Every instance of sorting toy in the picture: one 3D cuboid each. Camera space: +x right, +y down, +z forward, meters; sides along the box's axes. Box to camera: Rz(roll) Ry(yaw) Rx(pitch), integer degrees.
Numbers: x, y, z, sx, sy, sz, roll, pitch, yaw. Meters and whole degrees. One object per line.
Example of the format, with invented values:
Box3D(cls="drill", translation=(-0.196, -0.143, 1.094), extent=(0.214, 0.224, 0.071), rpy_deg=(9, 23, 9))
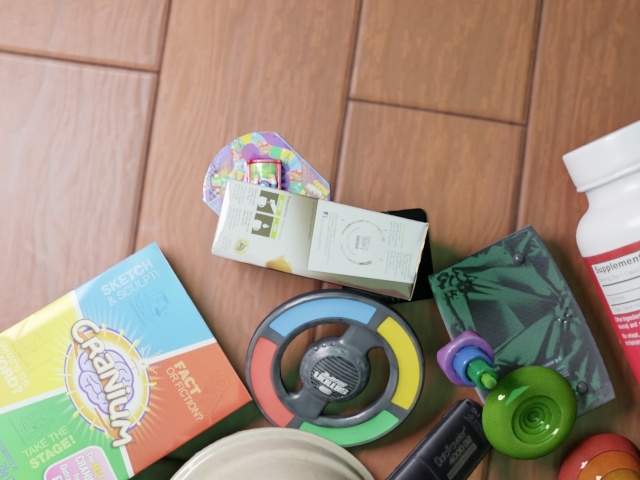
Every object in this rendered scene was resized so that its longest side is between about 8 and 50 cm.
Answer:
Box3D(cls="sorting toy", translation=(0.296, 0.250, 1.523), extent=(0.365, 0.126, 0.127), rpy_deg=(41, 93, -20))

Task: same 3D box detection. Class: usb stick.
Box3D(cls="usb stick", translation=(0.148, 0.273, 1.504), extent=(0.045, 0.278, 0.077), rpy_deg=(-40, 85, 31))

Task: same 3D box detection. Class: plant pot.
Box3D(cls="plant pot", translation=(-0.025, 0.410, 1.425), extent=(0.333, 0.305, 0.334), rpy_deg=(-1, 92, -15))

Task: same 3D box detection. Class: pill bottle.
Box3D(cls="pill bottle", translation=(0.465, 0.043, 1.542), extent=(0.229, 0.229, 0.408), rpy_deg=(-24, 89, -5))

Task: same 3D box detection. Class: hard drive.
Box3D(cls="hard drive", translation=(0.261, 0.126, 1.611), extent=(0.172, 0.054, 0.255), rpy_deg=(-27, 91, -5))

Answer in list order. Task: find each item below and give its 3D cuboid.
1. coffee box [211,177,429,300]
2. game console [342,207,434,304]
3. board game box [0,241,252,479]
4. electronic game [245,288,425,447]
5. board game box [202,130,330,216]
Box3D(cls="coffee box", translation=(0.000, 0.000, 1.516), extent=(0.246, 0.141, 0.098), rpy_deg=(13, 89, 1))
Box3D(cls="game console", translation=(0.085, 0.024, 1.625), extent=(0.107, 0.071, 0.122), rpy_deg=(-9, 87, 26))
Box3D(cls="board game box", translation=(-0.283, 0.184, 1.544), extent=(0.316, 0.064, 0.242), rpy_deg=(-32, 90, -13))
Box3D(cls="electronic game", translation=(0.019, 0.165, 1.557), extent=(0.229, 0.048, 0.229), rpy_deg=(1, 115, 2))
Box3D(cls="board game box", translation=(-0.068, -0.063, 1.607), extent=(0.168, 0.033, 0.133), rpy_deg=(44, 86, -2))
